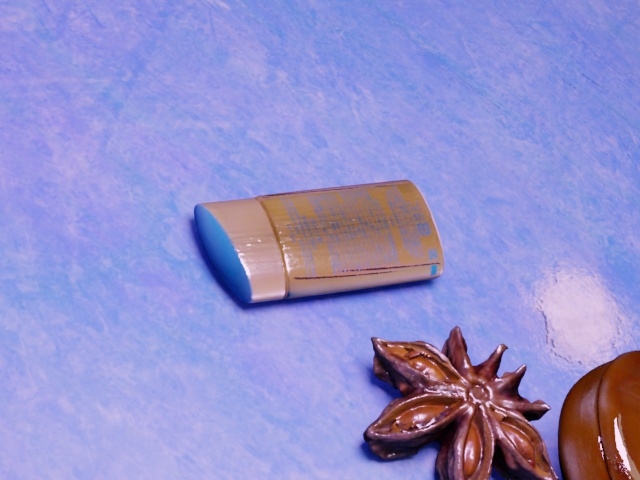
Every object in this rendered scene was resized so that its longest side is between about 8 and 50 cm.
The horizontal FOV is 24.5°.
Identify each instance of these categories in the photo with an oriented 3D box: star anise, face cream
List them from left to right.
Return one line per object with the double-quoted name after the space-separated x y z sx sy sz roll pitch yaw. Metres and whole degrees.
0.000 0.000 1.751 0.285 0.067 0.139 -7 59 -24 "face cream"
0.152 0.208 1.653 0.214 0.099 0.220 -8 65 -8 "star anise"

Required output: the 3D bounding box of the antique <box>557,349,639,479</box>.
0.366 0.238 1.650 0.278 0.129 0.224 -21 81 -52 "antique"
